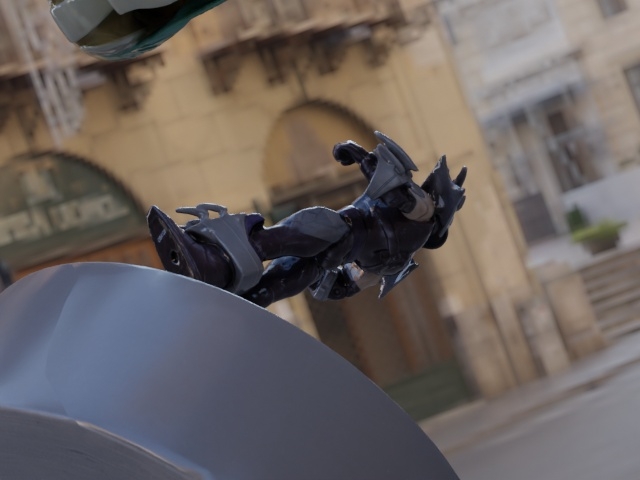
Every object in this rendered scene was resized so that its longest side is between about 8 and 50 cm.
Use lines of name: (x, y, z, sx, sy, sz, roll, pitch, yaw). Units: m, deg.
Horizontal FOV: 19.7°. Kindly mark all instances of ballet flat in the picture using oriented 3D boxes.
ballet flat: (-0.096, -0.143, 0.967, 0.087, 0.083, 0.247, -39, 11, -38)

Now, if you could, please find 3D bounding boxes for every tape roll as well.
tape roll: (-0.050, 0.112, 0.654, 0.219, 0.219, 0.072, -23, 24, 46)

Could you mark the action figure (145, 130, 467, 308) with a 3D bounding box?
action figure: (0.000, 0.000, 1.421, 0.285, 0.099, 0.185, -19, -34, -36)
